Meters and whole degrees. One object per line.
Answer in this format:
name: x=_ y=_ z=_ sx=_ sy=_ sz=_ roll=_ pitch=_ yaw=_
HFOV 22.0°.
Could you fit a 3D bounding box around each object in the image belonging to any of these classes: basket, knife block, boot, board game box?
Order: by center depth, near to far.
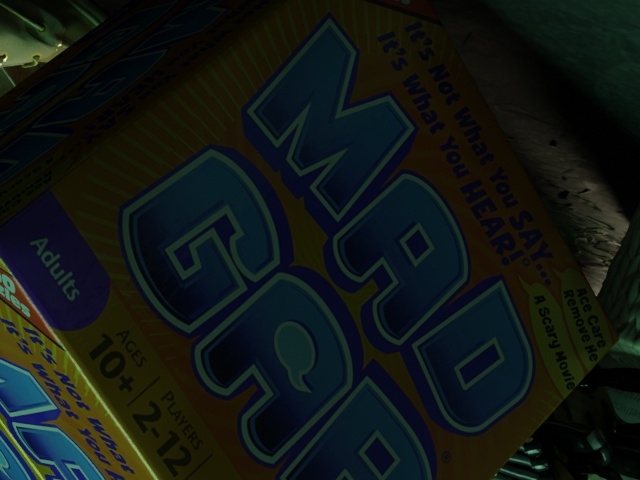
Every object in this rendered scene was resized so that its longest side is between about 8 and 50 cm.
board game box: x=-0.084 y=0.039 z=1.195 sx=0.356 sy=0.356 sz=0.356 roll=-3 pitch=124 yaw=56
basket: x=0.285 y=0.031 z=1.234 sx=0.103 sy=0.167 sz=0.113 roll=13 pitch=162 yaw=45
knife block: x=0.180 y=0.135 z=1.293 sx=0.242 sy=0.276 sz=0.088 roll=-18 pitch=106 yaw=16
boot: x=-0.285 y=-0.138 z=1.350 sx=0.262 sy=0.203 sz=0.095 roll=35 pitch=161 yaw=-20

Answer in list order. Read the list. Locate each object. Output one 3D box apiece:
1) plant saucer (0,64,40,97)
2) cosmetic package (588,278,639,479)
plant saucer: x=-0.291 y=-0.160 z=1.508 sx=0.198 sy=0.036 sz=0.198 roll=48 pitch=166 yaw=16
cosmetic package: x=0.363 y=0.262 z=1.357 sx=0.329 sy=0.394 sz=0.327 roll=35 pitch=171 yaw=-35
